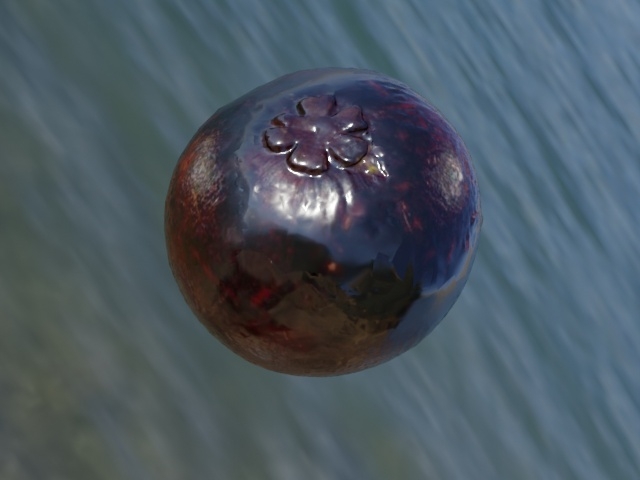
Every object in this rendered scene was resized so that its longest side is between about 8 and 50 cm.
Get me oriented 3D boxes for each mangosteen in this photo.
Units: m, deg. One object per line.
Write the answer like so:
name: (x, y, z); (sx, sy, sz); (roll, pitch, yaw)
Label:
mangosteen: (0.005, -0.006, 1.540); (0.297, 0.297, 0.293); (-87, 173, -57)
